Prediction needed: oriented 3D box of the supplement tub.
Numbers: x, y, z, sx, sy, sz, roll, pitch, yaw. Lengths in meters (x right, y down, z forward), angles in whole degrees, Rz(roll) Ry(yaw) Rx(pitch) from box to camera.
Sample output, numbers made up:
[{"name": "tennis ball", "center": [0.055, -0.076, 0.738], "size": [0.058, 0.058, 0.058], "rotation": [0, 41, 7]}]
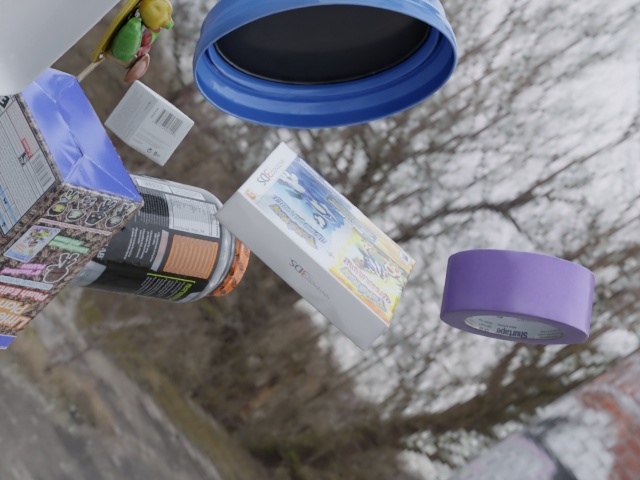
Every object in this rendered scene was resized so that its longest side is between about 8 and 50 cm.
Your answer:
[{"name": "supplement tub", "center": [-0.278, -0.006, 2.128], "size": [0.316, 0.193, 0.193], "rotation": [13, 27, -41]}]

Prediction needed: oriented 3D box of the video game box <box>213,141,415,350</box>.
[{"name": "video game box", "center": [0.000, 0.000, 1.405], "size": [0.205, 0.048, 0.187], "rotation": [42, 25, -5]}]

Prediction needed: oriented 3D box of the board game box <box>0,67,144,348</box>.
[{"name": "board game box", "center": [-0.399, -0.046, 1.677], "size": [0.141, 0.291, 0.232], "rotation": [16, 38, -53]}]

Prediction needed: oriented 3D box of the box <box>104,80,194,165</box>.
[{"name": "box", "center": [-0.302, -0.207, 2.366], "size": [0.101, 0.102, 0.087], "rotation": [33, 6, -47]}]

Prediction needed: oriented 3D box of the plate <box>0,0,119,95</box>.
[{"name": "plate", "center": [-0.236, -0.190, 0.935], "size": [0.277, 0.278, 0.045], "rotation": [-11, 69, -57]}]

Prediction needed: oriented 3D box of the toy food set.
[{"name": "toy food set", "center": [-0.252, -0.281, 1.873], "size": [0.071, 0.128, 0.218], "rotation": [42, -41, -5]}]

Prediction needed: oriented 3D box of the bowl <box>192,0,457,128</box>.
[{"name": "bowl", "center": [0.004, -0.282, 1.994], "size": [0.391, 0.391, 0.077], "rotation": [76, 9, -69]}]

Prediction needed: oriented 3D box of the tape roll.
[{"name": "tape roll", "center": [0.250, 0.074, 1.706], "size": [0.189, 0.189, 0.080], "rotation": [86, 13, -76]}]
